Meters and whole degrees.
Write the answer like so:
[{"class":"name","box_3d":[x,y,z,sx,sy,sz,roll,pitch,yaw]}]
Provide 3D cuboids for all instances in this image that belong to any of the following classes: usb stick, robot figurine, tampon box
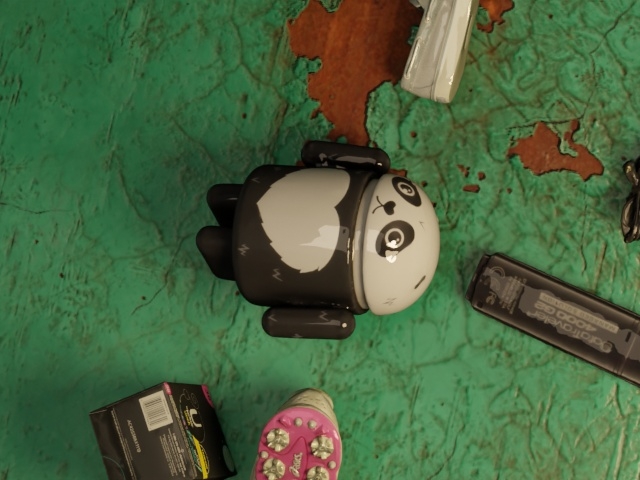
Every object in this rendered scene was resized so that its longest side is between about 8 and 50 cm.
[{"class":"usb stick","box_3d":[0.302,0.098,1.792,0.278,0.045,0.077,25,97,16]},{"class":"robot figurine","box_3d":[0.000,-0.003,1.818,0.278,0.173,0.209,5,102,16]},{"class":"tampon box","box_3d":[-0.184,0.241,1.847,0.101,0.161,0.120,-22,80,12]}]

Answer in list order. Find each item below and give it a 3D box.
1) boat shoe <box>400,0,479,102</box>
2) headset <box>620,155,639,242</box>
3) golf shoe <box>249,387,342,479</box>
[{"class":"boat shoe","box_3d":[0.144,-0.280,1.861,0.081,0.079,0.227,13,90,12]},{"class":"headset","box_3d":[0.512,-0.038,1.672,0.394,0.243,0.185,-3,57,32]},{"class":"golf shoe","box_3d":[-0.039,0.312,1.835,0.115,0.140,0.306,18,111,-1]}]
